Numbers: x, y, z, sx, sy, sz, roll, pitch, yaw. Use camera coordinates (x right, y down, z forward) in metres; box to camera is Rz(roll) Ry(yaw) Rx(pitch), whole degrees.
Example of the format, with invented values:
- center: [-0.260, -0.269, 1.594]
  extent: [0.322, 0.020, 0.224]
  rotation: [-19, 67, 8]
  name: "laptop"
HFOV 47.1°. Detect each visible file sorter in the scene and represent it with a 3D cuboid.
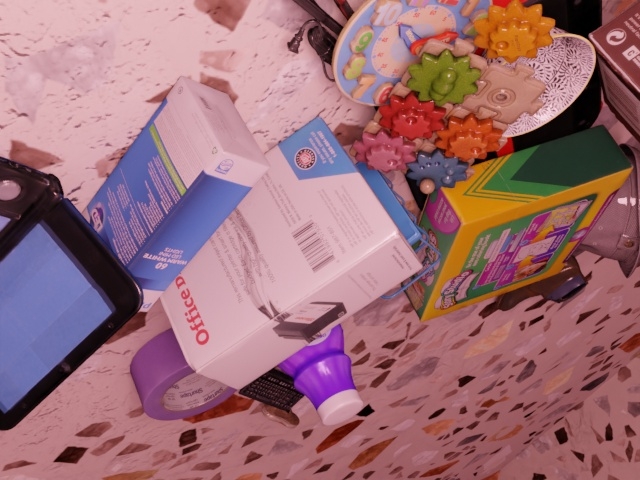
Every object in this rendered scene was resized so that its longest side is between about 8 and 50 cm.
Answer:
- center: [0.085, -0.015, 1.097]
  extent: [0.118, 0.170, 0.104]
  rotation: [-40, 142, 14]
  name: "file sorter"

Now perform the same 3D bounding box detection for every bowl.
- center: [0.259, -0.221, 0.953]
  extent: [0.170, 0.080, 0.170]
  rotation: [-18, 148, -11]
  name: "bowl"

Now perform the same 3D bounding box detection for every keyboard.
- center: [-0.083, 0.300, 1.523]
  extent: [0.108, 0.023, 0.180]
  rotation: [-49, 142, 4]
  name: "keyboard"

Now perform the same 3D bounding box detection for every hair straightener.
- center: [-0.004, -0.249, 0.841]
  extent: [0.089, 0.047, 0.230]
  rotation: [-38, 152, 12]
  name: "hair straightener"

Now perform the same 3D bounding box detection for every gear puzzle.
- center: [0.172, -0.157, 0.892]
  extent: [0.176, 0.044, 0.339]
  rotation: [17, 148, -14]
  name: "gear puzzle"

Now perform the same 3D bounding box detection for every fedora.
- center: [0.539, -0.056, 1.419]
  extent: [0.124, 0.243, 0.275]
  rotation: [0, 150, 7]
  name: "fedora"

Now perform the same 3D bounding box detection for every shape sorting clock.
- center: [0.111, -0.234, 0.871]
  extent: [0.206, 0.040, 0.206]
  rotation: [-19, 148, -13]
  name: "shape sorting clock"

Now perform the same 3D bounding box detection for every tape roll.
- center: [-0.226, 0.226, 1.271]
  extent: [0.189, 0.080, 0.189]
  rotation: [-22, 148, -14]
  name: "tape roll"

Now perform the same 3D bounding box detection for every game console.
- center: [-0.396, 0.064, 0.816]
  extent: [0.293, 0.173, 0.250]
  rotation: [-42, 146, 18]
  name: "game console"
- center: [0.260, -0.214, 1.097]
  extent: [0.342, 0.060, 0.386]
  rotation: [-27, 148, 6]
  name: "game console"

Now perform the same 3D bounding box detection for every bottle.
- center: [-0.026, 0.147, 1.134]
  extent: [0.118, 0.282, 0.092]
  rotation: [-18, 146, -17]
  name: "bottle"

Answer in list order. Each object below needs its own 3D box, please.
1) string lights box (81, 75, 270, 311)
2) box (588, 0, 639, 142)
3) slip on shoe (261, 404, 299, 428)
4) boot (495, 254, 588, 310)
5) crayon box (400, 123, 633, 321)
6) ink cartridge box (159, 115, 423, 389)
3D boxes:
- center: [-0.187, -0.048, 0.872]
  extent: [0.077, 0.133, 0.259]
  rotation: [13, 128, -48]
  name: "string lights box"
- center: [0.553, -0.286, 0.932]
  extent: [0.381, 0.143, 0.191]
  rotation: [-36, 150, 13]
  name: "box"
- center: [-0.080, 0.384, 1.642]
  extent: [0.041, 0.051, 0.135]
  rotation: [-47, 140, 4]
  name: "slip on shoe"
- center: [0.508, 0.117, 1.695]
  extent: [0.082, 0.106, 0.219]
  rotation: [14, 127, -48]
  name: "boot"
- center: [0.323, -0.017, 1.292]
  extent: [0.313, 0.106, 0.363]
  rotation: [-17, 152, -13]
  name: "crayon box"
- center: [-0.057, 0.019, 0.988]
  extent: [0.307, 0.223, 0.129]
  rotation: [-34, 149, 6]
  name: "ink cartridge box"
